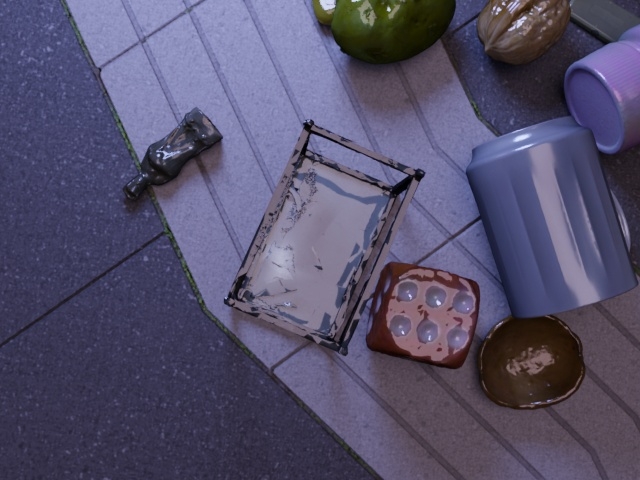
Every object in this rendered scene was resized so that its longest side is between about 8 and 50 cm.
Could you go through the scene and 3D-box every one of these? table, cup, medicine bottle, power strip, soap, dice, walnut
[{"bbox_3d":[0.000,0.000,1.376,0.222,0.272,0.335,24,85,-3],"label":"table"},{"bbox_3d":[0.453,-0.053,1.452,0.322,0.237,0.327,-15,87,-35],"label":"cup"},{"bbox_3d":[0.684,-0.328,1.476,0.388,0.219,0.219,-26,89,-6],"label":"medicine bottle"},{"bbox_3d":[0.580,-0.446,1.572,0.169,0.028,0.076,34,84,0],"label":"power strip"},{"bbox_3d":[0.023,-0.491,1.523,0.089,0.045,0.140,-10,86,-8],"label":"soap"},{"bbox_3d":[0.188,0.141,1.430,0.175,0.179,0.174,15,85,-6],"label":"dice"},{"bbox_3d":[0.386,-0.421,1.495,0.184,0.155,0.155,-44,90,-3],"label":"walnut"}]

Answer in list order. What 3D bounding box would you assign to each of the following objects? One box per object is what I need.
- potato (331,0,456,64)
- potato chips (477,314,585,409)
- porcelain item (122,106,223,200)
[{"bbox_3d":[0.134,-0.430,1.466,0.253,0.148,0.186,-12,122,-26],"label":"potato"},{"bbox_3d":[0.400,0.236,1.496,0.195,0.062,0.208,43,85,5],"label":"potato chips"},{"bbox_3d":[-0.291,-0.160,1.473,0.215,0.069,0.081,-40,95,-1],"label":"porcelain item"}]
